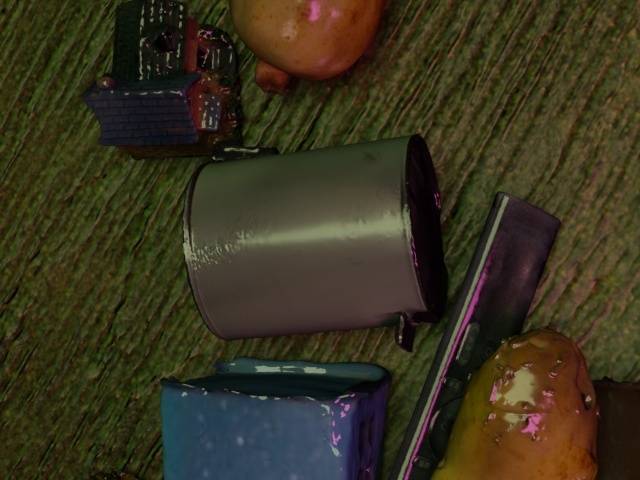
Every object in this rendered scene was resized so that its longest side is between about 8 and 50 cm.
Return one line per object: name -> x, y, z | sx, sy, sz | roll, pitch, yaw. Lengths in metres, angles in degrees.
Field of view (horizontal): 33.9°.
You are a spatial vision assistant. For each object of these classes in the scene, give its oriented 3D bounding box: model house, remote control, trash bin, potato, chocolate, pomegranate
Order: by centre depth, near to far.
chocolate -> 0.358, 0.223, 1.087 | 0.083, 0.261, 0.161 | 7, 85, -11
potato -> 0.213, 0.238, 1.142 | 0.172, 0.140, 0.300 | 14, 104, -17
model house -> -0.047, 0.291, 1.203 | 0.237, 0.215, 0.303 | 2, 86, 16
remote control -> 0.177, 0.136, 1.216 | 0.044, 0.107, 0.378 | 17, 85, 59
trash bin -> 0.000, 0.000, 1.224 | 0.262, 0.217, 0.277 | -7, 70, 15
pomegranate -> -0.019, -0.298, 1.284 | 0.207, 0.207, 0.207 | -3, 81, 16
model house -> -0.203, -0.208, 1.342 | 0.166, 0.172, 0.183 | -1, 81, 18

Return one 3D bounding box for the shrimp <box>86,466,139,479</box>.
shrimp -> -0.228, 0.355, 1.339 | 0.180, 0.041, 0.099 | 36, 107, 17
